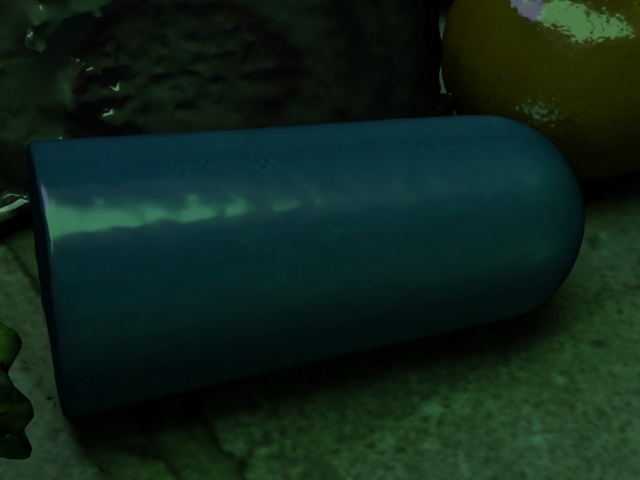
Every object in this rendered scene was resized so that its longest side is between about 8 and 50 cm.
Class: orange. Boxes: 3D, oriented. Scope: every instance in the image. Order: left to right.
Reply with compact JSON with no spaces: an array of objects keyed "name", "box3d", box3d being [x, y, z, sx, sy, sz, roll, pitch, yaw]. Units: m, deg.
[{"name":"orange","box3d":[0.146,-0.108,0.830,0.156,0.124,0.156,-2,41,2]}]

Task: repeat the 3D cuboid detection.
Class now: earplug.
[{"name":"earplug","box3d":[0.000,0.000,0.721,0.273,0.132,0.132,-8,44,-13]}]

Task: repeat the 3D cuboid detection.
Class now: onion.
[{"name":"onion","box3d":[-0.085,-0.148,0.789,0.314,0.280,0.146,1,29,2]}]

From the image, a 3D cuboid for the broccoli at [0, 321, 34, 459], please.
[{"name":"broccoli","box3d":[-0.273,0.110,0.513,0.338,0.318,0.277,19,14,-39]}]
